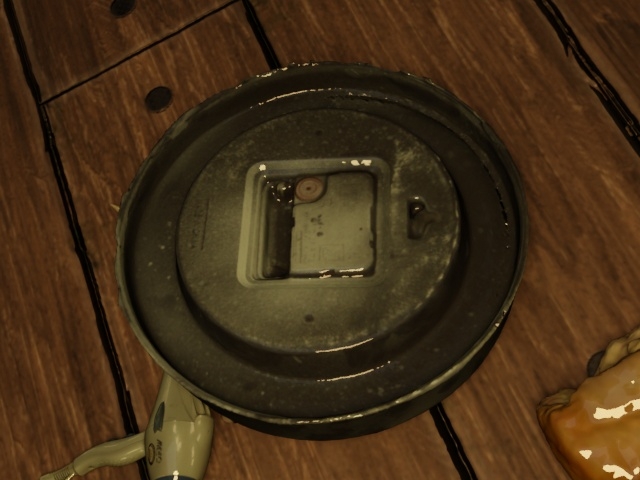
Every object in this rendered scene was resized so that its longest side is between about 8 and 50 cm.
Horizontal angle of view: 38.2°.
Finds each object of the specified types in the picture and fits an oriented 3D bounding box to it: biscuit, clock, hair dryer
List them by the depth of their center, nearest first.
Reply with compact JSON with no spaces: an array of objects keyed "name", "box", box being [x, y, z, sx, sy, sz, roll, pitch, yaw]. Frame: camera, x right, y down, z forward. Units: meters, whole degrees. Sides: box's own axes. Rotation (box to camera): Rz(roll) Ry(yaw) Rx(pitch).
[{"name":"biscuit","box":[0.321,0.129,0.723,0.274,0.091,0.213,-31,57,0]},{"name":"clock","box":[0.000,0.000,0.871,0.386,0.076,0.386,-4,61,7]},{"name":"hair dryer","box":[-0.182,0.169,0.905,0.199,0.067,0.167,-9,53,31]}]

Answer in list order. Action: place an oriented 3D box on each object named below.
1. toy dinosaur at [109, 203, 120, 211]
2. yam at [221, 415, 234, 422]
[{"name":"toy dinosaur","box":[-0.189,-0.022,0.999,0.083,0.030,0.047,32,79,29]},{"name":"yam","box":[-0.113,0.028,0.943,0.045,0.045,0.327,-38,54,32]}]
